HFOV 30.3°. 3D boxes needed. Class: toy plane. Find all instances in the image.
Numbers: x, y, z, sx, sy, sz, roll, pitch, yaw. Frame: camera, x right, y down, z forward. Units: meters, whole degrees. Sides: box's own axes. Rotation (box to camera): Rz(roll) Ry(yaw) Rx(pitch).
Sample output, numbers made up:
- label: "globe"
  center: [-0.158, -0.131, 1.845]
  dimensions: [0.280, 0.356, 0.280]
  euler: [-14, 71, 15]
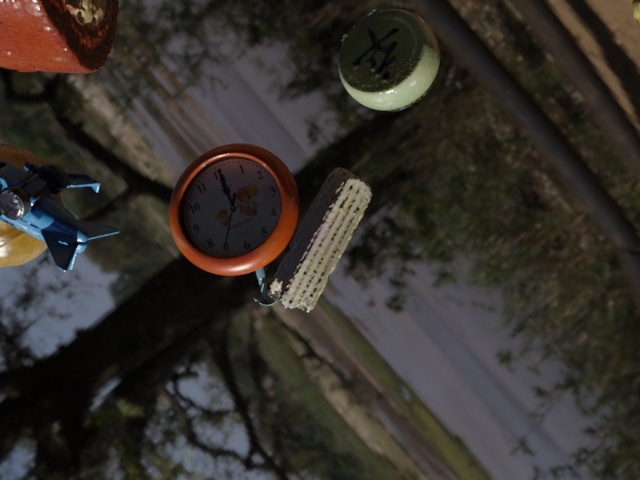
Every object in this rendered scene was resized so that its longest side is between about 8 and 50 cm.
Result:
- label: "toy plane"
  center: [-0.399, -0.059, 1.508]
  dimensions: [0.271, 0.105, 0.254]
  euler: [36, -144, 6]

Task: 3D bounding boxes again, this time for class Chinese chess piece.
- label: "Chinese chess piece"
  center: [0.123, -0.329, 2.142]
  dimensions: [0.188, 0.188, 0.083]
  euler: [45, -176, 35]

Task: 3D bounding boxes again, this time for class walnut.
- label: "walnut"
  center: [-0.508, -0.056, 1.819]
  dimensions: [0.222, 0.195, 0.195]
  euler: [9, 157, 22]

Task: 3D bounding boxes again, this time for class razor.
- label: "razor"
  center: [-0.124, 0.063, 2.413]
  dimensions: [0.068, 0.040, 0.135]
  euler: [-160, 57, -73]

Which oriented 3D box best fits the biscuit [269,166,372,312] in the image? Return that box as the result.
- label: "biscuit"
  center: [0.000, 0.000, 1.876]
  dimensions: [0.062, 0.238, 0.108]
  euler: [27, -175, -17]

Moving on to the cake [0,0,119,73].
- label: "cake"
  center: [-0.356, -0.313, 1.441]
  dimensions: [0.151, 0.177, 0.283]
  euler: [7, 152, 12]

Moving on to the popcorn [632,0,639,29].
- label: "popcorn"
  center: [0.757, -0.401, 2.149]
  dimensions: [0.354, 0.390, 0.344]
  euler: [36, -175, -12]

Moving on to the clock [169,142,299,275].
- label: "clock"
  center: [-0.130, -0.047, 1.778]
  dimensions: [0.205, 0.205, 0.051]
  euler: [47, 180, 20]
